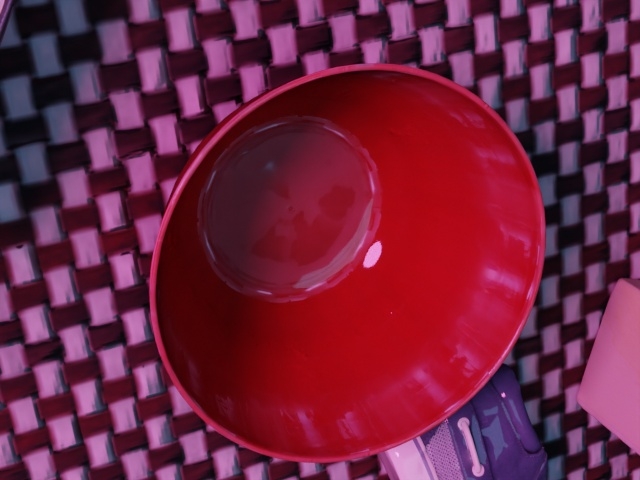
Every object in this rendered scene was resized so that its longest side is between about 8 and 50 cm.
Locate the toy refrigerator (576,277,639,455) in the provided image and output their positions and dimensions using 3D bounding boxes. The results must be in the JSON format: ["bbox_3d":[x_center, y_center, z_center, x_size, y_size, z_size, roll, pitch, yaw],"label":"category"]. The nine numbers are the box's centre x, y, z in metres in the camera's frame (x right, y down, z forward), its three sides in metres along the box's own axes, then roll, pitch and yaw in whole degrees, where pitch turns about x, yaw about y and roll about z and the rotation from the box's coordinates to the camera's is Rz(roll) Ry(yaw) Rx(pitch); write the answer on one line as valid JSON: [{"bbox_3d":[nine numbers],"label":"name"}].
[{"bbox_3d":[0.257,0.106,0.531,0.102,0.269,0.094,8,107,-23],"label":"toy refrigerator"}]

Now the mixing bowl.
[{"bbox_3d":[0.000,0.000,0.485,0.181,0.098,0.181,-8,112,-20],"label":"mixing bowl"}]

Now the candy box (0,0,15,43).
[{"bbox_3d":[-0.216,-0.100,0.376,0.196,0.070,0.165,18,102,-26],"label":"candy box"}]

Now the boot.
[{"bbox_3d":[0.098,0.163,0.602,0.086,0.069,0.190,-25,115,-8],"label":"boot"}]
